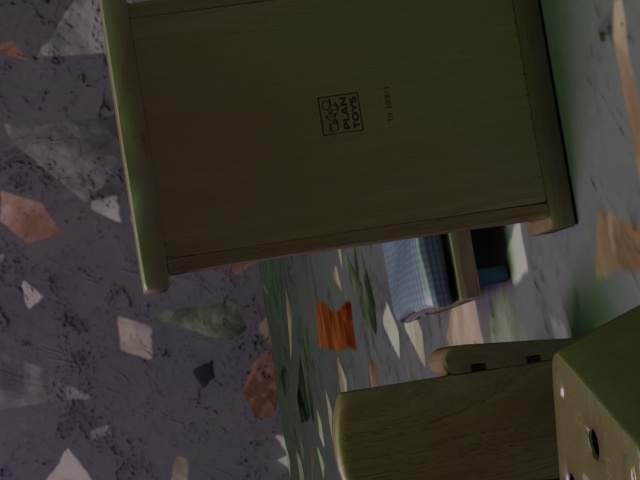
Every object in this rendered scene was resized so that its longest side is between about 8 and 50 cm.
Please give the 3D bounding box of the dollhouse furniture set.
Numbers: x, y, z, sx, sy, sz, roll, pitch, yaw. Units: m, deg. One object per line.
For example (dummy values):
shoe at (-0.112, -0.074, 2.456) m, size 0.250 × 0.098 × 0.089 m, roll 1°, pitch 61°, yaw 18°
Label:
dollhouse furniture set at (0.000, 0.000, 0.872) m, size 0.303 × 0.198 × 0.286 m, roll 143°, pitch 118°, yaw -82°

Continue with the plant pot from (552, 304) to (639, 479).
plant pot at (0.118, 0.066, 0.428) m, size 0.109 × 0.096 × 0.109 m, roll -121°, pitch 24°, yaw -71°
